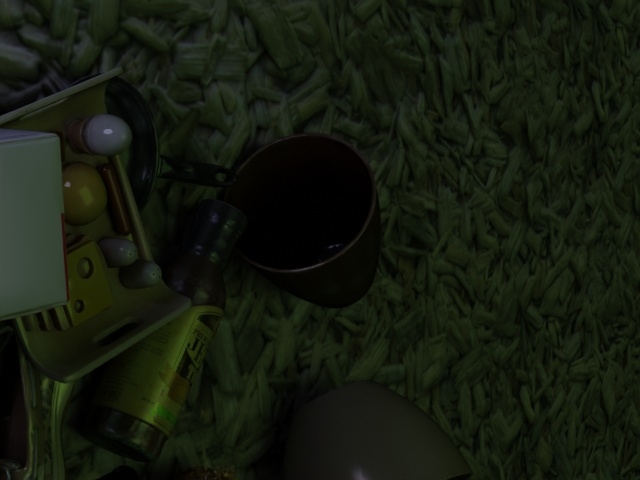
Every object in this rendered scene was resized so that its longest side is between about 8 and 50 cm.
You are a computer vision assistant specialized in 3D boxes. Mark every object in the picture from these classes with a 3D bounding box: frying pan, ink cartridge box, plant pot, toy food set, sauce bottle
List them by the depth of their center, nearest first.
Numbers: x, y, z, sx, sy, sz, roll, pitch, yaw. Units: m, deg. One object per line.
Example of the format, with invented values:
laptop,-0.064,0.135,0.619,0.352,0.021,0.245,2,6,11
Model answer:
ink cartridge box,-0.368,-0.025,1.345,0.100,0.237,0.171,-14,107,-49
toy food set,-0.262,-0.020,1.523,0.220,0.092,0.306,-34,115,-46
frying pan,-0.232,-0.121,1.670,0.326,0.053,0.197,-28,117,-50
sauce bottle,-0.188,0.108,1.717,0.111,0.111,0.344,45,61,-47
plant pot,0.000,0.000,1.902,0.215,0.215,0.230,-67,154,-21
plant pot,0.057,0.318,1.994,0.284,0.284,0.190,-1,61,-54

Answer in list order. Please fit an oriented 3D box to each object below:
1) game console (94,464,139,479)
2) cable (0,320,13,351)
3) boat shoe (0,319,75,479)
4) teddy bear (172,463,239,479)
game console,-0.332,0.455,1.485,0.386,0.060,0.341,-21,120,-64
cable,-0.381,0.178,1.385,0.072,0.287,0.139,54,25,11
boat shoe,-0.349,0.227,1.537,0.089,0.105,0.285,22,68,-49
teddy bear,-0.197,0.455,1.787,0.245,0.113,0.337,-23,122,-43
